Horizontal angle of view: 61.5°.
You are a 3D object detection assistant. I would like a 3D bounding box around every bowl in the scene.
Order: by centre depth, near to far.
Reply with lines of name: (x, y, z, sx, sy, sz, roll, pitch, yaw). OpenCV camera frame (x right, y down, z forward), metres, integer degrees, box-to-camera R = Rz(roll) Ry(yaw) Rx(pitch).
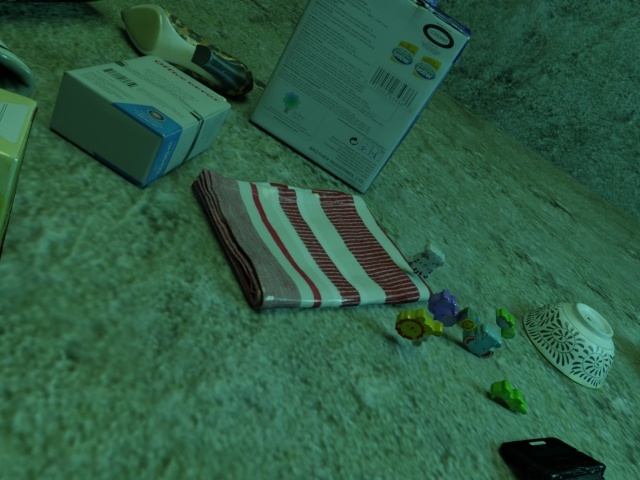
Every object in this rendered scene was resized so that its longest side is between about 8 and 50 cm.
bowl: (0.444, 0.161, 0.925, 0.170, 0.080, 0.170, 24, 31, -15)

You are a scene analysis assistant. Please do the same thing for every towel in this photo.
towel: (0.000, 0.000, 0.773, 0.328, 0.037, 0.237, 4, 41, -42)

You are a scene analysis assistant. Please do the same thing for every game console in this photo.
game console: (0.281, 0.292, 0.635, 0.122, 0.071, 0.107, 11, 6, -36)

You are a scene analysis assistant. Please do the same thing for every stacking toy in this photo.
stacking toy: (0.202, 0.123, 0.762, 0.221, 0.052, 0.167, 40, 35, -12)

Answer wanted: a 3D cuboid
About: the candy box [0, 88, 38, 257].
candy box: (-0.367, -0.048, 0.327, 0.316, 0.183, 0.088, 17, 32, -28)

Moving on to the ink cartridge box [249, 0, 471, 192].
ink cartridge box: (0.087, -0.327, 0.981, 0.269, 0.396, 0.151, 33, 29, -1)

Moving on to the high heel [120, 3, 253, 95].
high heel: (-0.257, -0.364, 1.052, 0.261, 0.093, 0.186, 34, 8, 20)

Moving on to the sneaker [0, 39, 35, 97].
sneaker: (-0.420, -0.165, 0.515, 0.146, 0.123, 0.330, 32, 29, 2)

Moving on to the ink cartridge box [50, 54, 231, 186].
ink cartridge box: (-0.238, -0.175, 0.747, 0.148, 0.086, 0.203, 33, 28, 0)

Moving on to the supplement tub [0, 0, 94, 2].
supplement tub: (-0.482, -0.497, 0.868, 0.207, 0.207, 0.338, 33, 29, 1)
